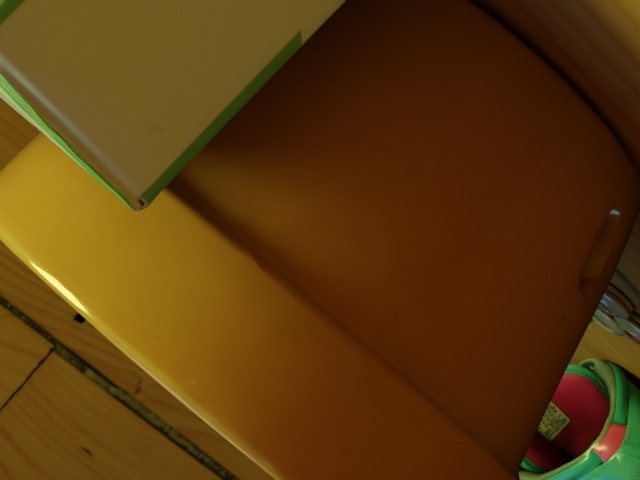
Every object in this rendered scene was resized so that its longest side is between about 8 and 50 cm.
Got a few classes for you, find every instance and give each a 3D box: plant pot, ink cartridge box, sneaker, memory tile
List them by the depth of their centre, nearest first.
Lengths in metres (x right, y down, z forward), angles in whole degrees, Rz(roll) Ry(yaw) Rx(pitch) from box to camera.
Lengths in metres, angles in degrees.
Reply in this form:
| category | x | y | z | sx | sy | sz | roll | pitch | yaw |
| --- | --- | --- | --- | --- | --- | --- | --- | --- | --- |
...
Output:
| category | x | y | z | sx | sy | sz | roll | pitch | yaw |
| --- | --- | --- | --- | --- | --- | --- | --- | --- | --- |
| ink cartridge box | -0.080 | -0.122 | 0.540 | 0.092 | 0.160 | 0.219 | 47 | 172 | -31 |
| plant pot | 0.013 | -0.003 | 0.643 | 0.291 | 0.203 | 0.291 | 39 | 177 | 3 |
| memory tile | 0.156 | 0.018 | 0.884 | 0.148 | 0.012 | 0.113 | 42 | 175 | -28 |
| sneaker | 0.234 | 0.186 | 1.124 | 0.178 | 0.124 | 0.295 | 35 | 167 | 4 |
